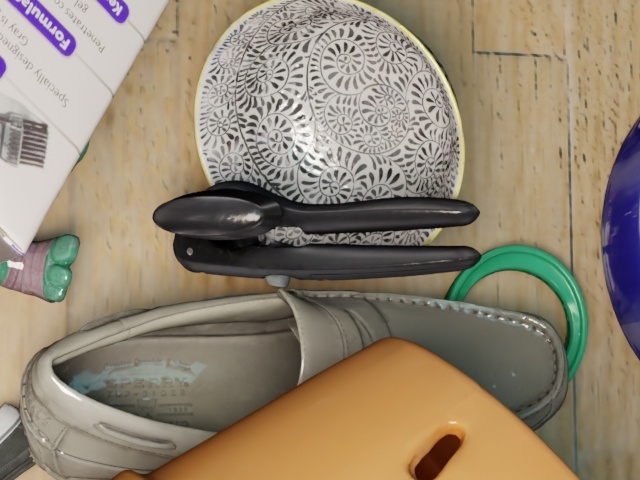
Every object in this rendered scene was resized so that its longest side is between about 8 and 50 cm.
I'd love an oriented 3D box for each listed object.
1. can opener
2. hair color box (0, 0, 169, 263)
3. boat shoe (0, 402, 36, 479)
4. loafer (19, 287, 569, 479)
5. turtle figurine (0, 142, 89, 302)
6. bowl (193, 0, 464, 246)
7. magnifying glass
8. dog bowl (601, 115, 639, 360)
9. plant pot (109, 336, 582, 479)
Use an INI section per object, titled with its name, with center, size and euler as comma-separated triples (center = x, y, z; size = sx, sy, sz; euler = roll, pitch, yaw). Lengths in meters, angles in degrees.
[can opener]
center = 0.000, 0.000, 1.069
size = 0.186, 0.073, 0.059
euler = 5, 104, 14
[hair color box]
center = -0.175, -0.162, 0.992
size = 0.185, 0.110, 0.339
euler = 46, 47, -26
[boat shoe]
center = -0.210, 0.154, 1.064
size = 0.040, 0.049, 0.142
euler = 44, 74, -5
[loafer]
center = -0.007, 0.081, 1.065
size = 0.319, 0.111, 0.112
euler = -7, 67, -13
[turtle figurine]
center = -0.250, -0.037, 1.045
size = 0.234, 0.118, 0.175
euler = 9, 94, -26
[bowl]
center = 0.018, -0.071, 1.112
size = 0.170, 0.170, 0.080
euler = 52, 32, -2
[magnifying glass]
center = 0.104, 0.116, 1.152
size = 0.092, 0.026, 0.231
euler = 14, 78, -10
[dog bowl]
center = 0.312, -0.003, 1.171
size = 0.265, 0.104, 0.265
euler = 2, 82, -13
[plant pot]
center = 0.031, 0.187, 0.938
size = 0.203, 0.291, 0.291
euler = -43, 93, -12
